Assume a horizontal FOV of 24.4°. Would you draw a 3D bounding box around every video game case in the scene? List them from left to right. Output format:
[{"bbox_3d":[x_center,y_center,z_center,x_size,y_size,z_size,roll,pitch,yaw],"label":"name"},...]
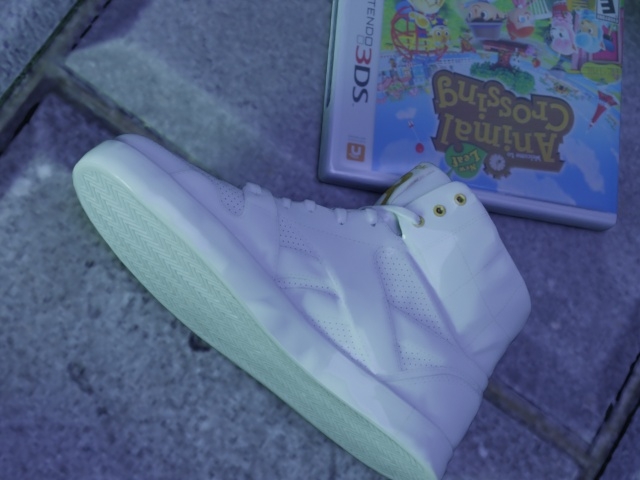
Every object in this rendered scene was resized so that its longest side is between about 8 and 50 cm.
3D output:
[{"bbox_3d":[0.108,-0.116,1.012,0.212,0.023,0.193,9,75,-16],"label":"video game case"}]

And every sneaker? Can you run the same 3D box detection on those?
[{"bbox_3d":[0.000,0.000,0.912,0.292,0.108,0.169,42,66,-15],"label":"sneaker"}]
